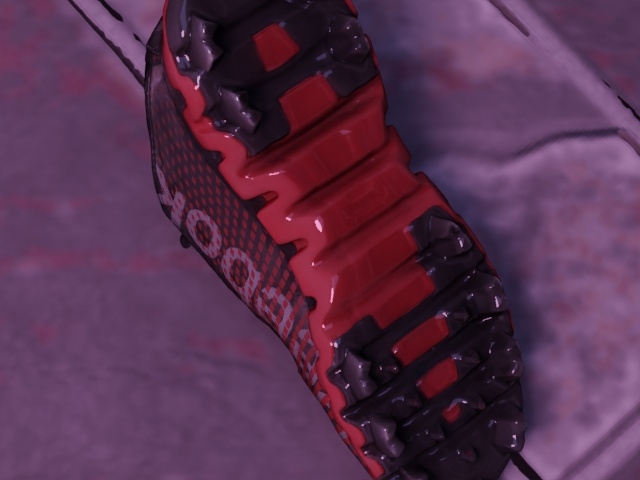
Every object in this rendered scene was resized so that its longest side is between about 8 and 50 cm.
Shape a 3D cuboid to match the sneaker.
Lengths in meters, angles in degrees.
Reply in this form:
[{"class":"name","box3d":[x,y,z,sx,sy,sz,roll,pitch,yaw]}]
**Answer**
[{"class":"sneaker","box3d":[0.000,0.000,0.795,0.098,0.135,0.276,-31,100,-23]}]
